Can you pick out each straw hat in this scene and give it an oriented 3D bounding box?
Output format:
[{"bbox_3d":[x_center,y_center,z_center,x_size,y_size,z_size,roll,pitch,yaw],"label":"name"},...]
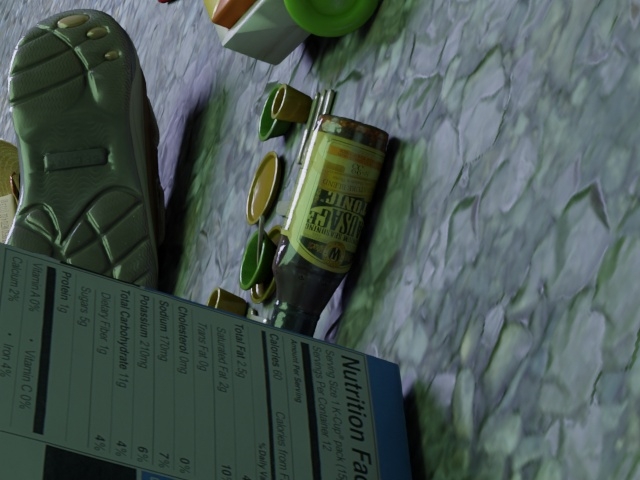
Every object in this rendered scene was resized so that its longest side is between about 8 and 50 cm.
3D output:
[{"bbox_3d":[-0.239,-0.045,1.549,0.061,0.144,0.144,-37,-1,-31],"label":"straw hat"}]

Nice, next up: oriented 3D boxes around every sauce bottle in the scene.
[{"bbox_3d":[0.000,0.000,0.894,0.042,0.042,0.128,-163,88,-71],"label":"sauce bottle"}]

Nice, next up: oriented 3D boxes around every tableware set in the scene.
[{"bbox_3d":[-0.036,-0.022,1.039,0.104,0.024,0.154,-177,103,-71],"label":"tableware set"}]

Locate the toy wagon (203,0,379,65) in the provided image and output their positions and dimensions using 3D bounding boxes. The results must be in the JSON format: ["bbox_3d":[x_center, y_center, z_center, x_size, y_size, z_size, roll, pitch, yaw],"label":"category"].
[{"bbox_3d":[0.017,-0.282,1.047,0.267,0.068,0.344,-113,44,-62],"label":"toy wagon"}]

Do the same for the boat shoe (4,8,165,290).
[{"bbox_3d":[-0.163,-0.005,1.273,0.116,0.123,0.324,57,-147,-71],"label":"boat shoe"}]

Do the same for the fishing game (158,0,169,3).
[{"bbox_3d":[-0.112,-0.330,1.430,0.189,0.041,0.264,-173,88,-70],"label":"fishing game"}]

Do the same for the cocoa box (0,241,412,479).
[{"bbox_3d":[-0.126,0.211,0.770,0.231,0.228,0.347,-95,29,-49],"label":"cocoa box"}]

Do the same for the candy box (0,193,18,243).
[{"bbox_3d":[-0.320,0.097,1.425,0.316,0.183,0.087,-110,7,-53],"label":"candy box"}]
